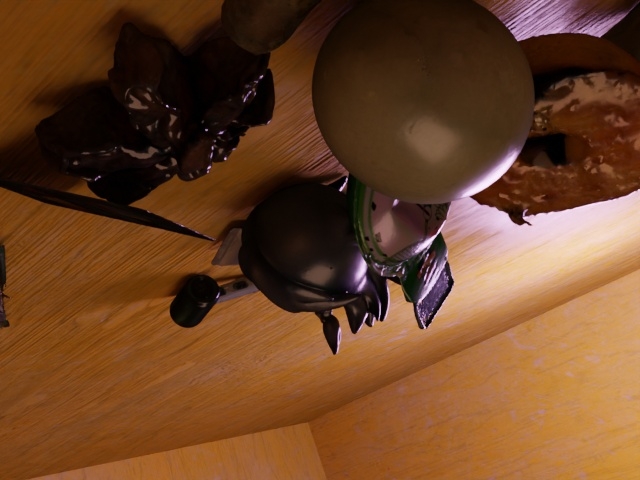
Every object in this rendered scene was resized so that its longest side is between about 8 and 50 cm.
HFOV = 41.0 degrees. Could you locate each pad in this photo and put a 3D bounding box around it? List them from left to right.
[{"bbox_3d":[-0.222,-0.033,0.820,0.211,0.003,0.143,12,173,22],"label":"pad"}]

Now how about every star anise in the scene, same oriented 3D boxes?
[{"bbox_3d":[-0.136,-0.102,0.749,0.214,0.099,0.220,-19,163,-14],"label":"star anise"}]

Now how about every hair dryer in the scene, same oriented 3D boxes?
[{"bbox_3d":[-0.141,0.077,1.375,0.197,0.057,0.100,-18,165,-35],"label":"hair dryer"}]

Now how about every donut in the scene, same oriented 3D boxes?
[{"bbox_3d":[0.257,-0.121,0.954,0.253,0.118,0.254,8,147,5],"label":"donut"}]

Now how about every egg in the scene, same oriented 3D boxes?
[{"bbox_3d":[0.093,-0.127,0.768,0.186,0.187,0.253,-30,160,29],"label":"egg"}]

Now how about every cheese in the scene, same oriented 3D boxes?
[{"bbox_3d":[0.111,-0.025,1.038,0.083,0.204,0.321,11,139,36],"label":"cheese"}]

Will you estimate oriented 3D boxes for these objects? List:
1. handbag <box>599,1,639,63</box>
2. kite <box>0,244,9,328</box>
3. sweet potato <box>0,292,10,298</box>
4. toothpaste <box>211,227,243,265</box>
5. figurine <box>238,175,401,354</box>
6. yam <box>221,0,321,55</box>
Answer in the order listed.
[{"bbox_3d":[0.468,-0.222,0.898,0.253,0.109,0.316,23,144,-15],"label":"handbag"},{"bbox_3d":[-0.513,0.085,1.045,0.405,0.014,0.368,-25,161,18],"label":"kite"},{"bbox_3d":[-0.410,0.058,0.967,0.056,0.057,0.195,-22,168,7],"label":"sweet potato"},{"bbox_3d":[0.000,0.000,1.267,0.323,0.066,0.100,-4,151,-30],"label":"toothpaste"},{"bbox_3d":[0.017,0.020,1.140,0.265,0.175,0.197,0,126,-47],"label":"figurine"},{"bbox_3d":[0.019,-0.236,0.561,0.071,0.067,0.317,7,150,-28],"label":"yam"}]
